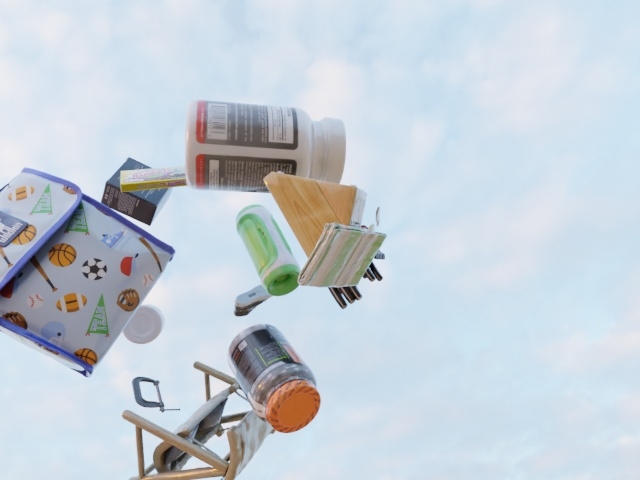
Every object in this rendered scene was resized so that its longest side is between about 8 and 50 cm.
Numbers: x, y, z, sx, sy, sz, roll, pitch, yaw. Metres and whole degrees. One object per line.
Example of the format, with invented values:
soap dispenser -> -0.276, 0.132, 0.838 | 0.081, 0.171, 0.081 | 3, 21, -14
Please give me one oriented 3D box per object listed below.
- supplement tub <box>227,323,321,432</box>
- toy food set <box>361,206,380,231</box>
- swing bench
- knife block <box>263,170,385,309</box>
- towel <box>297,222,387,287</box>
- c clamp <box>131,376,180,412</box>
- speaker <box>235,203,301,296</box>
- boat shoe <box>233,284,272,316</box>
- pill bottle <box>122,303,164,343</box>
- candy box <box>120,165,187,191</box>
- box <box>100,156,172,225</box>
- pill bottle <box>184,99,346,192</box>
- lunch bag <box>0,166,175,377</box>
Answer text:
supplement tub -> -0.082, 0.238, 0.859 | 0.117, 0.190, 0.116 | -11, -65, -24
toy food set -> 0.100, 0.010, 1.382 | 0.071, 0.217, 0.128 | 19, -11, 14
swing bench -> -0.212, 0.379, 1.000 | 0.255, 0.253, 0.165 | 1, -81, 20
knife block -> 0.000, 0.000, 1.003 | 0.276, 0.088, 0.241 | 13, -90, 20
towel -> 0.036, 0.026, 0.788 | 0.152, 0.023, 0.113 | 7, -61, -52
c clamp -> -0.548, 0.505, 1.611 | 0.137, 0.160, 0.022 | 13, -68, -40
speaker -> -0.161, 0.023, 1.489 | 0.131, 0.296, 0.131 | -19, -39, -16
boat shoe -> -0.251, 0.227, 1.870 | 0.183, 0.065, 0.083 | -17, -38, -37
pill bottle -> -0.522, 0.245, 1.461 | 0.112, 0.111, 0.187 | 12, -9, -14
candy box -> -0.438, -0.172, 1.346 | 0.206, 0.105, 0.027 | -8, -62, -18
box -> -0.547, -0.149, 1.482 | 0.158, 0.156, 0.093 | 26, -53, -10
pill bottle -> -0.133, -0.218, 1.180 | 0.363, 0.210, 0.210 | 2, -49, -12
lunch bag -> -0.571, 0.062, 1.059 | 0.386, 0.327, 0.239 | 35, -30, -12
